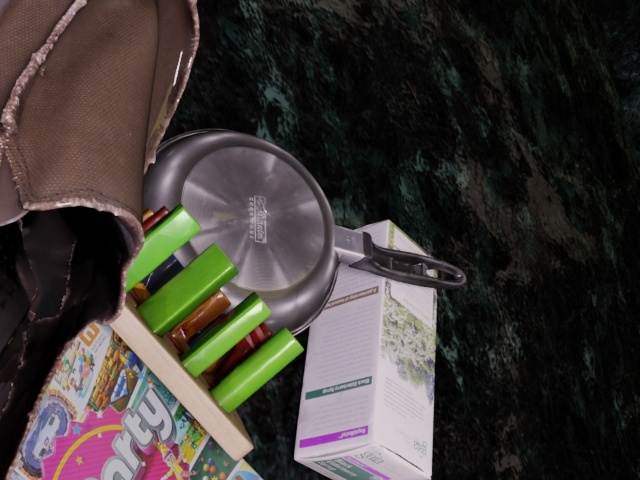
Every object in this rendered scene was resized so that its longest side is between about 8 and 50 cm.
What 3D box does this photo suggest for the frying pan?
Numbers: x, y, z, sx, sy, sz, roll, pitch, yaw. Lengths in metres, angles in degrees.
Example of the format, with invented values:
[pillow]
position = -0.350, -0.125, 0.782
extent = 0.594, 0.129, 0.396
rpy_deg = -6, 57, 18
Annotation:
[frying pan]
position = -0.011, 0.022, 0.745
extent = 0.326, 0.053, 0.197
rpy_deg = 31, 56, -15

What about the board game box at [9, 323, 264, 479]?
[board game box]
position = -0.136, 0.207, 0.528
extent = 0.303, 0.097, 0.224
rpy_deg = 52, 37, -26

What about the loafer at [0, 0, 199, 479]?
[loafer]
position = -0.132, -0.011, 0.437
extent = 0.134, 0.130, 0.366
rpy_deg = 68, 35, -52

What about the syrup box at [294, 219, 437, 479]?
[syrup box]
position = 0.049, 0.109, 0.841
extent = 0.093, 0.096, 0.237
rpy_deg = 38, 46, -38

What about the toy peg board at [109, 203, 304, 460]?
[toy peg board]
position = -0.090, 0.041, 0.596
extent = 0.161, 0.079, 0.160
rpy_deg = 52, -6, -18
